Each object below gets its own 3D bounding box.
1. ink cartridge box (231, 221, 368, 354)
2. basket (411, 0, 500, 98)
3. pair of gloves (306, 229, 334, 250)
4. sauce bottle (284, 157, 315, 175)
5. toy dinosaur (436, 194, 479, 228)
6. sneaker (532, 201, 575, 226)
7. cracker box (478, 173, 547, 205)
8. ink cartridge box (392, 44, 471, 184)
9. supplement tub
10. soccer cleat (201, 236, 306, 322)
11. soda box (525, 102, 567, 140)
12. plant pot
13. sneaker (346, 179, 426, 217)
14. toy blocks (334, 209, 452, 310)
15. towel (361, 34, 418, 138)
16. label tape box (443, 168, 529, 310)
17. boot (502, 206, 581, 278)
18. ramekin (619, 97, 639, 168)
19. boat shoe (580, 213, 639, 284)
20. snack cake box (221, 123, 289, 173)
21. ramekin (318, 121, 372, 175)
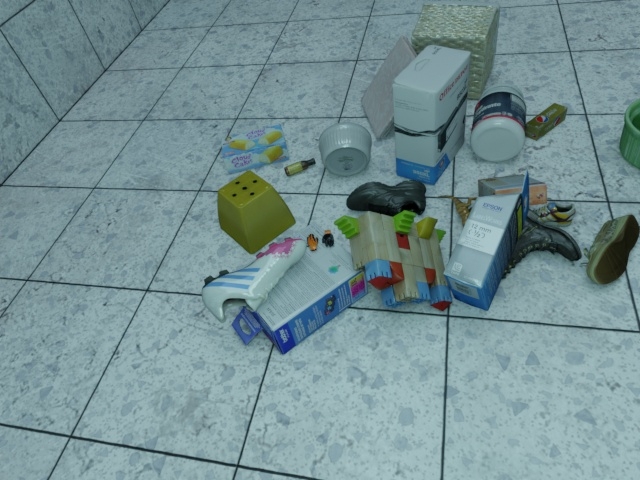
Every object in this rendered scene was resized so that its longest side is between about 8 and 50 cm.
[{"bbox_3d":[-0.092,0.152,1.475,0.396,0.151,0.270,-32,49,-19],"label":"ink cartridge box"},{"bbox_3d":[0.578,-0.817,2.098,0.332,0.328,0.266,11,56,19],"label":"basket"},{"bbox_3d":[0.000,0.000,1.488,0.083,0.010,0.074,-11,45,-2],"label":"pair of gloves"},{"bbox_3d":[-0.082,-0.298,1.954,0.128,0.042,0.042,-22,48,-11],"label":"sauce bottle"},{"bbox_3d":[0.486,-0.115,1.656,0.112,0.064,0.211,-15,47,0],"label":"toy dinosaur"},{"bbox_3d":[0.722,-0.089,1.568,0.186,0.083,0.069,-5,48,7],"label":"sneaker"},{"bbox_3d":[0.624,-0.163,1.595,0.156,0.067,0.232,-6,14,6],"label":"cracker box"},{"bbox_3d":[0.399,-0.447,1.747,0.166,0.394,0.285,22,56,28],"label":"ink cartridge box"},{"bbox_3d":[0.673,-0.447,1.829,0.191,0.191,0.272,7,50,17],"label":"supplement tub"},{"bbox_3d":[-0.167,0.117,1.365,0.331,0.116,0.143,-28,64,-10],"label":"soccer cleat"},{"bbox_3d":[0.880,-0.465,1.893,0.181,0.058,0.061,-35,51,-20],"label":"soda box"},{"bbox_3d":[-0.246,-0.120,1.727,0.212,0.187,0.212,-37,51,-21],"label":"plant pot"},{"bbox_3d":[0.233,-0.134,1.702,0.287,0.109,0.130,-7,54,8],"label":"sneaker"},{"bbox_3d":[0.231,0.075,1.401,0.382,0.191,0.260,11,61,-36],"label":"toy blocks"},{"bbox_3d":[0.300,-0.634,2.018,0.053,0.332,0.316,14,42,-29],"label":"towel"},{"bbox_3d":[0.475,-0.003,1.359,0.115,0.249,0.347,19,77,28],"label":"label tape box"},{"bbox_3d":[0.624,0.036,1.487,0.229,0.091,0.263,-43,63,-11],"label":"boot"},{"bbox_3d":[1.201,-0.360,1.670,0.304,0.148,0.303,-6,47,6],"label":"ramekin"},{"bbox_3d":[0.852,0.030,1.439,0.285,0.104,0.089,-40,15,-28],"label":"boat shoe"},{"bbox_3d":[-0.275,-0.386,2.040,0.265,0.089,0.152,-14,48,-1],"label":"snack cake box"},{"bbox_3d":[0.096,-0.339,1.849,0.207,0.207,0.109,-6,57,6],"label":"ramekin"}]
